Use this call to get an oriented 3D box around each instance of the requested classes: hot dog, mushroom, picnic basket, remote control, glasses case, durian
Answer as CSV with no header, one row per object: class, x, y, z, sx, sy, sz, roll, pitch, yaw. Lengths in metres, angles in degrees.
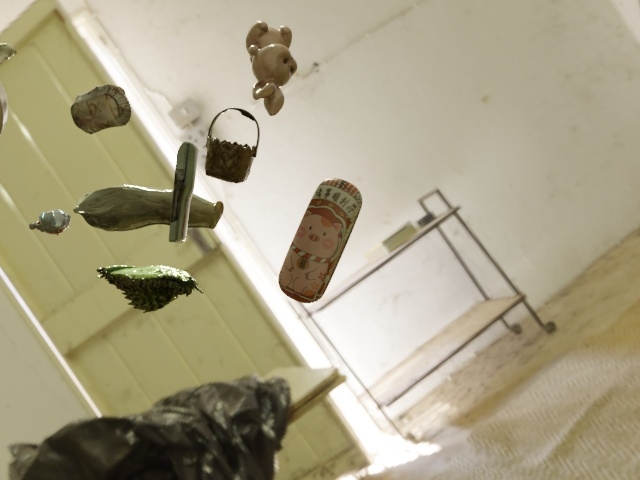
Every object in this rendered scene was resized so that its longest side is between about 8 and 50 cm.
hot dog,-0.538,-0.322,1.920,0.191,0.108,0.059,-7,17,35
mushroom,-0.398,-0.073,1.835,0.351,0.109,0.097,1,36,10
picnic basket,-0.214,-0.232,1.900,0.138,0.128,0.179,-82,8,-84
remote control,-0.226,-0.078,1.300,0.029,0.166,0.065,6,-1,2
glasses case,0.000,0.000,1.609,0.267,0.103,0.067,-68,-15,-3
durian,-0.453,0.127,2.133,0.375,0.107,0.132,7,24,26

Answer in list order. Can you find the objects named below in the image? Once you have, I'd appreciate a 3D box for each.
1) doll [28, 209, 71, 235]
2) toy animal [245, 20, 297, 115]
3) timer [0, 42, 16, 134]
doll,-0.401,-0.028,1.178,0.057,0.039,0.114,14,-3,-27
toy animal,-0.098,-0.375,1.709,0.124,0.213,0.124,-11,-30,-7
timer,-0.549,-0.223,1.214,0.175,0.175,0.266,-34,20,6
